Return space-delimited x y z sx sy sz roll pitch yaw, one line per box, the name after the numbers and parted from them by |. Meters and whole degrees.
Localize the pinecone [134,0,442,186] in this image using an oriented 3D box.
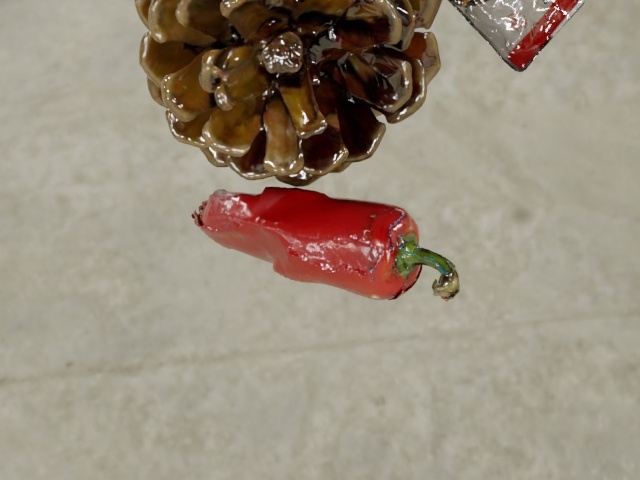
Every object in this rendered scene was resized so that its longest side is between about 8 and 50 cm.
-0.030 -0.214 1.555 0.384 0.384 0.384 -8 41 7 | pinecone

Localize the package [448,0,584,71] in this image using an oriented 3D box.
0.232 -0.357 1.923 0.154 0.239 0.030 -47 11 -9 | package

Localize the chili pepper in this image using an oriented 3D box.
0.000 0.000 1.584 0.387 0.110 0.110 11 47 34 | chili pepper
